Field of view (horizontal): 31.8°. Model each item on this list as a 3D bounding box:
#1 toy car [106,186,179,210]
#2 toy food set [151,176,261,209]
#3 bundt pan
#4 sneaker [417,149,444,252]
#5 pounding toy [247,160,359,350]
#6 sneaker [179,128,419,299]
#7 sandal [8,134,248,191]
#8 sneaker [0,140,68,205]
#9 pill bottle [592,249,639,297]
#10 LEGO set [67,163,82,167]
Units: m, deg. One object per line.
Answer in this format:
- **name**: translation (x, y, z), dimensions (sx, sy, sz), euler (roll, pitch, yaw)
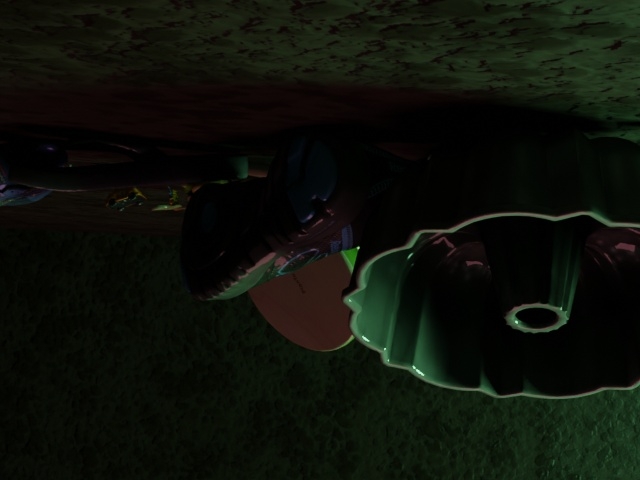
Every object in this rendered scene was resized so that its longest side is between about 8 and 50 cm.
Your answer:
- **toy car**: translation (-0.269, -0.065, 1.692), dimensions (0.060, 0.041, 0.122), euler (-22, 163, 27)
- **toy food set**: translation (-0.118, -0.073, 1.486), dimensions (0.192, 0.039, 0.132), euler (-8, 180, 13)
- **bundt pan**: translation (0.187, 0.015, 0.978), dimensions (0.330, 0.124, 0.331), euler (5, 148, 3)
- **sneaker**: translation (0.115, -0.014, 1.185), dimensions (0.087, 0.128, 0.221), euler (23, 175, 11)
- **pounding toy**: translation (0.000, 0.000, 1.296), dimensions (0.183, 0.237, 0.110), euler (8, -150, 40)
- **sneaker**: translation (-0.031, -0.010, 1.137), dimensions (0.139, 0.125, 0.340), euler (5, 165, -34)
- **sandal**: translation (-0.202, -0.086, 1.181), dimensions (0.254, 0.055, 0.097), euler (-6, -171, -25)
- **sneaker**: translation (-0.363, -0.065, 1.188), dimensions (0.221, 0.083, 0.087), euler (-29, -177, -41)
- **pill bottle**: translation (0.319, 0.004, 1.146), dimensions (0.283, 0.160, 0.160), euler (2, 177, 40)
- **LEGO set**: translation (-0.290, -0.091, 1.456), dimensions (0.083, 0.023, 0.054), euler (16, 179, 15)
